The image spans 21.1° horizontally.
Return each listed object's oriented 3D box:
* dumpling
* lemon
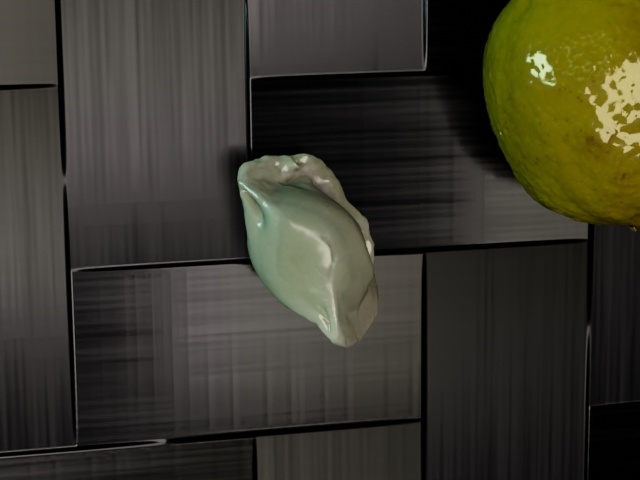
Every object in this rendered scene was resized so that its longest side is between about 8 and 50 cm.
[{"bbox_3d":[0.000,0.000,1.856,0.151,0.124,0.229,-37,102,-44],"label":"dumpling"},{"bbox_3d":[0.309,-0.163,1.818,0.268,0.268,0.322,-18,104,-9],"label":"lemon"}]
